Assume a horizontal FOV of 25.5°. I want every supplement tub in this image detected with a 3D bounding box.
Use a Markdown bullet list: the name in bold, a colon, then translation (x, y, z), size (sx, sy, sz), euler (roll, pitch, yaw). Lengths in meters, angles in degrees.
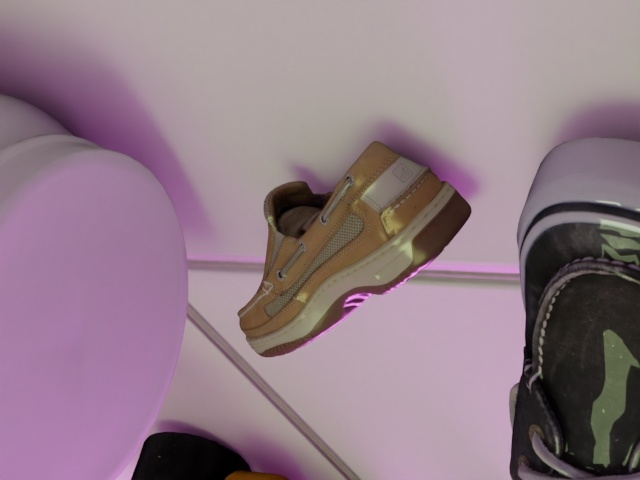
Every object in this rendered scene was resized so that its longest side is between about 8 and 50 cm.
- **supplement tub**: translation (-0.263, 0.020, 0.795), size (0.325, 0.235, 0.235), euler (13, 150, 28)

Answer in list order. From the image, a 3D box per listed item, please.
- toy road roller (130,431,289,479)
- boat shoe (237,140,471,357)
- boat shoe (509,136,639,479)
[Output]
- **toy road roller**: translation (-0.034, 0.317, 1.159), size (0.241, 0.202, 0.329), euler (3, 144, 21)
- **boat shoe**: translation (0.000, 0.000, 0.722), size (0.072, 0.068, 0.190), euler (44, 141, -6)
- **boat shoe**: translation (0.148, 0.088, 0.665), size (0.121, 0.119, 0.335), euler (14, 150, 25)
